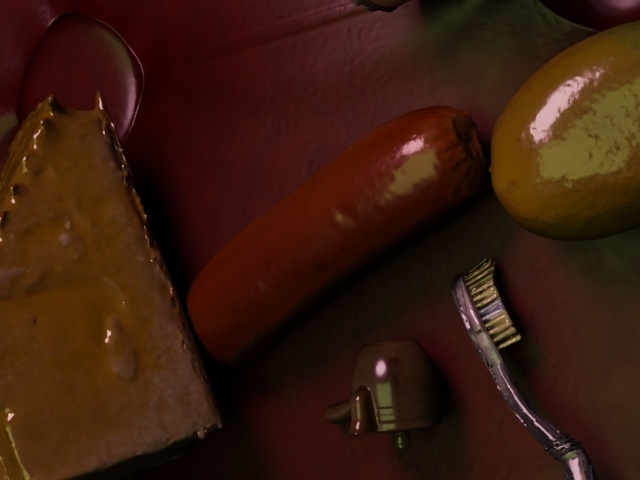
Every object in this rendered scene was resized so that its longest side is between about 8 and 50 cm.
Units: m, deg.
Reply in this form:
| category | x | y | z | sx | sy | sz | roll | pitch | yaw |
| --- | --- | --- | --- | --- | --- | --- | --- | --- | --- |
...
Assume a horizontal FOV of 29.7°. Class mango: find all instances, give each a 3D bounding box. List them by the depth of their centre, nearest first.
| category | x | y | z | sx | sy | sz | roll | pitch | yaw |
| --- | --- | --- | --- | --- | --- | --- | --- | --- | --- |
| mango | 0.202 | -0.075 | 0.796 | 0.194 | 0.092 | 0.130 | -20 | 79 | 24 |

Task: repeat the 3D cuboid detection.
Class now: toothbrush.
| category | x | y | z | sx | sy | sz | roll | pitch | yaw |
| --- | --- | --- | --- | --- | --- | --- | --- | --- | --- |
| toothbrush | 0.185 | 0.186 | 0.797 | 0.042 | 0.035 | 0.413 | -37 | 60 | 22 |

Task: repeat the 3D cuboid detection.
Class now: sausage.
| category | x | y | z | sx | sy | sz | roll | pitch | yaw |
| --- | --- | --- | --- | --- | --- | --- | --- | --- | --- |
| sausage | 0.000 | 0.000 | 0.920 | 0.300 | 0.083 | 0.089 | -37 | 85 | 27 |

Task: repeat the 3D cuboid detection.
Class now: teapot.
| category | x | y | z | sx | sy | sz | roll | pitch | yaw |
| --- | --- | --- | --- | --- | --- | --- | --- | --- | --- |
| teapot | 0.035 | 0.118 | 0.909 | 0.110 | 0.085 | 0.080 | -10 | 84 | 50 |

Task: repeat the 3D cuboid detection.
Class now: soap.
| category | x | y | z | sx | sy | sz | roll | pitch | yaw |
| --- | --- | --- | --- | --- | --- | --- | --- | --- | --- |
| soap | -0.280 | 0.054 | 0.954 | 0.169 | 0.304 | 0.339 | -40 | 69 | 56 |

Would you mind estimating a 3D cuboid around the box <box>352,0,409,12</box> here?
| category | x | y | z | sx | sy | sz | roll | pitch | yaw |
| --- | --- | --- | --- | --- | --- | --- | --- | --- | --- |
| box | 0.070 | -0.240 | 0.844 | 0.135 | 0.151 | 0.151 | -21 | 81 | 39 |
